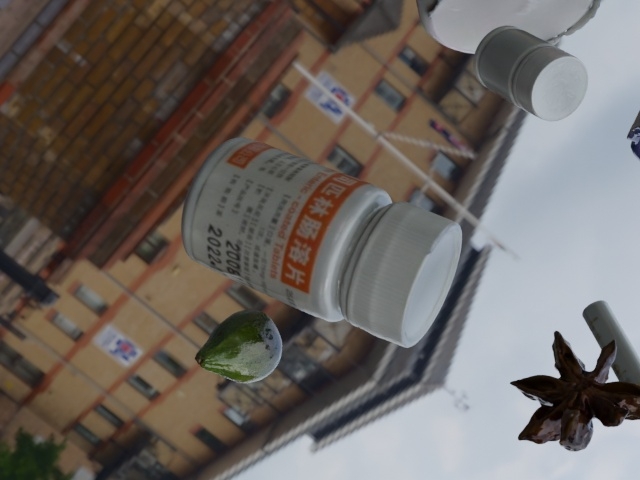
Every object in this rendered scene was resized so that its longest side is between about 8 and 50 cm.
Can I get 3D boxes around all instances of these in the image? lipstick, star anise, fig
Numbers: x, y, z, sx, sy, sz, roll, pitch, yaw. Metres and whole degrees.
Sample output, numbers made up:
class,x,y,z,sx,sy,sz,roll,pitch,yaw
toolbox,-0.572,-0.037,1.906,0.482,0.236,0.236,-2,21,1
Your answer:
class,x,y,z,sx,sy,sz,roll,pitch,yaw
lipstick,0.583,0.230,2.069,0.059,0.059,0.264,-46,-135,26
star anise,0.384,0.239,1.599,0.196,0.212,0.111,-38,140,-27
fig,-0.142,0.184,1.794,0.156,0.123,0.123,-19,172,-30

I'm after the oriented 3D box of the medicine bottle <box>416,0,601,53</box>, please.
class,x,y,z,sx,sy,sz,roll,pitch,yaw
medicine bottle,0.196,-0.429,1.293,0.213,0.214,0.378,-38,-127,54

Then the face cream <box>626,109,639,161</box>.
class,x,y,z,sx,sy,sz,roll,pitch,yaw
face cream,0.692,-0.217,1.894,0.225,0.249,0.249,-58,-170,-9

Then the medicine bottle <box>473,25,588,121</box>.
class,x,y,z,sx,sy,sz,roll,pitch,yaw
medicine bottle,0.170,-0.137,0.880,0.057,0.057,0.089,-49,-144,4

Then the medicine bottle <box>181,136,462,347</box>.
class,x,y,z,sx,sy,sz,roll,pitch,yaw
medicine bottle,0.000,0.000,1.572,0.211,0.371,0.211,-49,151,-39
